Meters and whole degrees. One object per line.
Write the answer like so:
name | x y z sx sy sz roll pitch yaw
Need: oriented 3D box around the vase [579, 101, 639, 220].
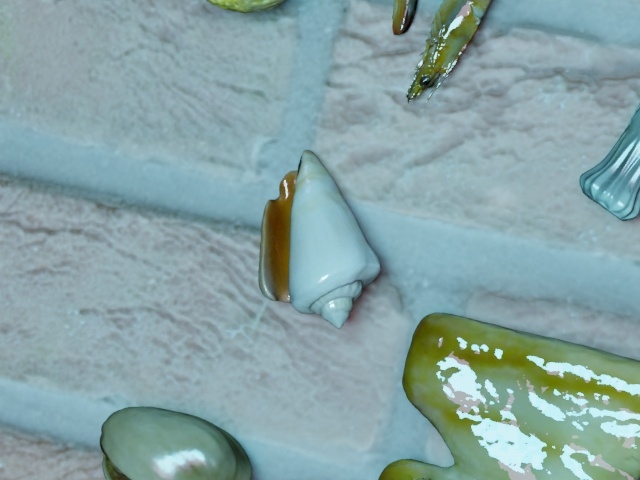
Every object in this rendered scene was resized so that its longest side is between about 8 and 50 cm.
vase | 0.294 -0.091 1.298 0.081 0.081 0.148 36 99 12

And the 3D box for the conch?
conch | -0.009 0.001 1.351 0.104 0.094 0.176 -39 71 48

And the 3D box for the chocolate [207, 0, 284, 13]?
chocolate | -0.006 -0.342 1.348 0.309 0.134 0.134 -44 79 8

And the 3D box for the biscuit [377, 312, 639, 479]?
biscuit | 0.197 0.204 1.296 0.291 0.062 0.236 12 89 20

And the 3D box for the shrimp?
shrimp | 0.102 -0.210 1.360 0.095 0.045 0.162 28 95 13

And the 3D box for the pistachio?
pistachio | -0.141 0.207 1.365 0.149 0.113 0.113 28 93 19
